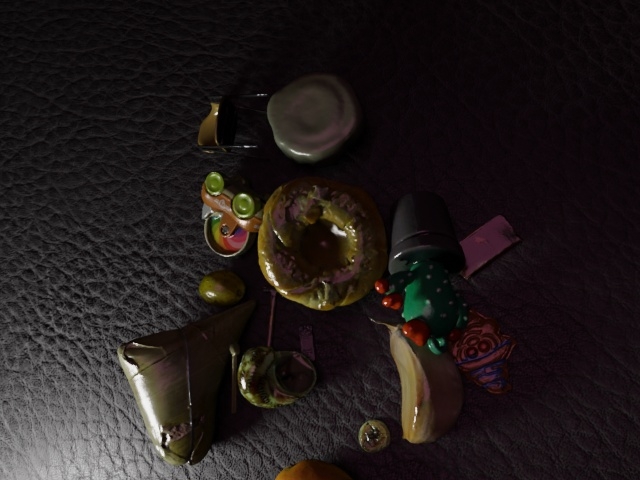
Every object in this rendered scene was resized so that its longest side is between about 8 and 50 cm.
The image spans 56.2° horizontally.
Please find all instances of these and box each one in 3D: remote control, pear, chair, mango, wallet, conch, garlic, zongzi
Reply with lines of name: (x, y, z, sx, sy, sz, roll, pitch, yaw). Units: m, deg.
remote control: (-0.035, 0.277, 1.606, 0.039, 0.014, 0.096, -10, 74, 12)
pear: (-0.272, 0.132, 1.653, 0.131, 0.107, 0.107, 4, 78, 28)
chair: (-0.263, -0.329, 1.737, 0.247, 0.172, 0.158, 8, 80, 9)
mango: (0.006, 0.631, 1.452, 0.255, 0.139, 0.175, 18, 94, 10)
wallet: (0.420, 0.016, 1.541, 0.176, 0.026, 0.095, -38, 77, 6)
conch: (-0.124, 0.346, 1.553, 0.187, 0.124, 0.181, -28, 82, -24)
garlic: (0.227, 0.321, 1.464, 0.196, 0.151, 0.338, -26, 72, 35)
zongzi: (-0.294, 0.378, 1.599, 0.393, 0.174, 0.356, -19, 87, -17)

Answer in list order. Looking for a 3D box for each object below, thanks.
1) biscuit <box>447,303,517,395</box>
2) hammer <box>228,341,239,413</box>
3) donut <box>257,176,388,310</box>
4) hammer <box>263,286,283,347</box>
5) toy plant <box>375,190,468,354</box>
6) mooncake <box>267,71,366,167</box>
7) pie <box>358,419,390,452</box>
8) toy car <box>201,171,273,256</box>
biscuit: (0.383, 0.257, 1.493, 0.183, 0.043, 0.280, -31, 75, 4)
hammer: (-0.222, 0.367, 1.561, 0.028, 0.060, 0.195, -1, 101, -14)
donut: (0.000, 0.000, 1.555, 0.360, 0.170, 0.360, 0, 92, 1)
hammer: (-0.132, 0.218, 1.646, 0.062, 0.017, 0.182, 0, 79, 15)
toy plant: (0.262, 0.082, 1.442, 0.185, 0.279, 0.400, -18, 51, 21)
mooncake: (-0.009, -0.332, 1.666, 0.275, 0.135, 0.275, -2, 76, 7)
pie: (0.134, 0.493, 1.508, 0.084, 0.021, 0.084, -3, 76, 13)
toy car: (-0.251, -0.065, 1.690, 0.235, 0.145, 0.235, 1, 91, 25)
